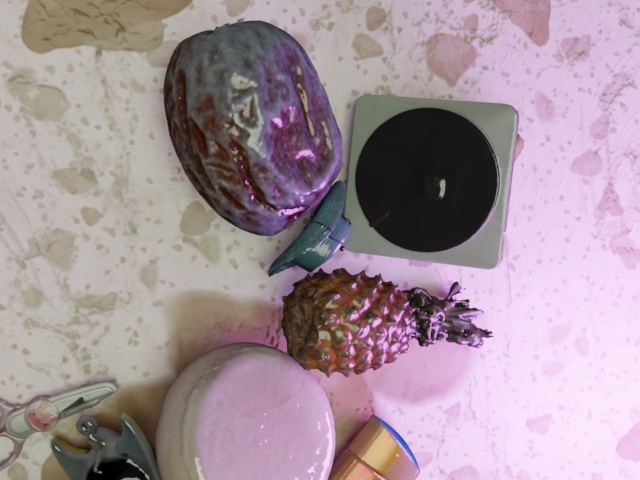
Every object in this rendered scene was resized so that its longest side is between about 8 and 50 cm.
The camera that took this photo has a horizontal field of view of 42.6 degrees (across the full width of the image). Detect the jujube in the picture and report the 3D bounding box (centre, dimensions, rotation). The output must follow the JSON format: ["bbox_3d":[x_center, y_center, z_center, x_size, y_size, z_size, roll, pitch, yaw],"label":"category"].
[{"bbox_3d":[-0.097,-0.159,1.209,0.246,0.215,0.308,-21,102,-43],"label":"jujube"}]

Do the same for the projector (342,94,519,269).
[{"bbox_3d":[0.175,-0.096,1.315,0.259,0.079,0.257,7,95,16],"label":"projector"}]

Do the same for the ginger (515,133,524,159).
[{"bbox_3d":[0.249,-0.117,1.381,0.122,0.115,0.193,31,94,5],"label":"ginger"}]

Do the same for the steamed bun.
[{"bbox_3d":[-0.124,0.300,1.251,0.283,0.177,0.283,12,68,-31],"label":"steamed bun"}]

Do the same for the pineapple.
[{"bbox_3d":[0.115,0.134,1.302,0.361,0.175,0.175,8,93,-29],"label":"pineapple"}]

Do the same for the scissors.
[{"bbox_3d":[-0.427,0.263,1.249,0.242,0.030,0.118,-21,101,-9],"label":"scissors"}]

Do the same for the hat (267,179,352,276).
[{"bbox_3d":[0.000,0.000,1.289,0.078,0.138,0.191,37,80,0],"label":"hat"}]

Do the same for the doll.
[{"bbox_3d":[-0.277,0.396,1.258,0.103,0.145,0.316,-37,105,-42],"label":"doll"}]

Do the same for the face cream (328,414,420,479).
[{"bbox_3d":[0.053,0.443,1.383,0.139,0.067,0.285,40,84,-18],"label":"face cream"}]
